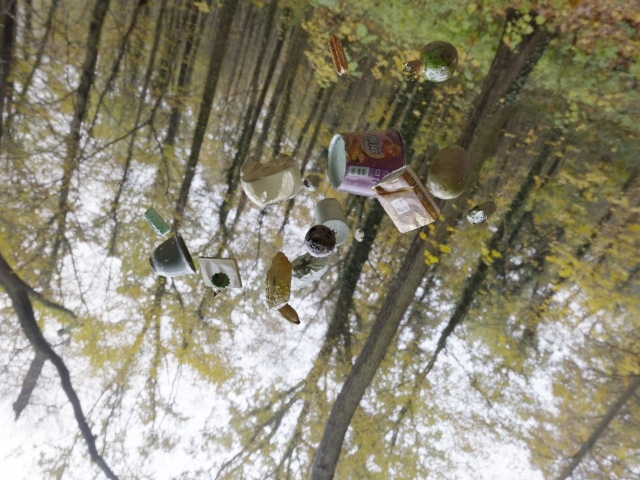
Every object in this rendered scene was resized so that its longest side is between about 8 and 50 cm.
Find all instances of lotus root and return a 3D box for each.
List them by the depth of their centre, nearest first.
[{"bbox_3d":[-0.148,0.316,1.901,0.150,0.073,0.062,44,180,-1],"label":"lotus root"}]

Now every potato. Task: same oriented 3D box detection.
[{"bbox_3d":[0.590,-0.304,2.000,0.173,0.210,0.307,2,-141,33],"label":"potato"}]

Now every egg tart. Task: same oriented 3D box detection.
[{"bbox_3d":[-0.154,0.163,1.711,0.098,0.252,0.232,9,161,3],"label":"egg tart"}]

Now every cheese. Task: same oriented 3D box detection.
[{"bbox_3d":[-0.218,-0.273,1.949,0.266,0.233,0.127,-17,-141,-2],"label":"cheese"}]

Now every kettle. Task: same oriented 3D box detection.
[{"bbox_3d":[0.068,-0.102,2.869,0.205,0.265,0.318,-9,-147,-3],"label":"kettle"}]

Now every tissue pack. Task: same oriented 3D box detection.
[{"bbox_3d":[0.324,-0.156,1.660,0.226,0.183,0.092,52,-130,-12],"label":"tissue pack"}]

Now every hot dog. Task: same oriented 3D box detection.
[{"bbox_3d":[0.064,-0.654,1.528,0.038,0.144,0.062,-17,-179,-26],"label":"hot dog"}]

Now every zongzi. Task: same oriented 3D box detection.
[{"bbox_3d":[0.624,-0.123,1.596,0.062,0.154,0.130,61,171,11],"label":"zongzi"}]

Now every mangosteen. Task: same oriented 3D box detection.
[{"bbox_3d":[0.000,0.000,1.960,0.152,0.153,0.152,19,-158,-8],"label":"mangosteen"}]

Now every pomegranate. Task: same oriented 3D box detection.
[{"bbox_3d":[0.615,-0.955,2.373,0.286,0.231,0.231,-37,-130,-15],"label":"pomegranate"}]

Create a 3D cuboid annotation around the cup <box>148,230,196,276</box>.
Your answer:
[{"bbox_3d":[-0.625,0.077,1.809,0.150,0.199,0.199,-23,-144,-10],"label":"cup"}]

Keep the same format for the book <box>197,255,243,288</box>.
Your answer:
[{"bbox_3d":[-0.493,0.158,2.145,0.230,0.161,0.026,2,-157,28],"label":"book"}]

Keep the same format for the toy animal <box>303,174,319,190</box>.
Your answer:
[{"bbox_3d":[-0.052,-0.342,2.539,0.098,0.098,0.137,20,-145,-5],"label":"toy animal"}]

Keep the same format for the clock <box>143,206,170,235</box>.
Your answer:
[{"bbox_3d":[-0.829,-0.093,2.197,0.148,0.060,0.188,53,161,-16],"label":"clock"}]

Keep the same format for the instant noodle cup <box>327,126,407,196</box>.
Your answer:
[{"bbox_3d":[0.187,-0.339,1.919,0.265,0.340,0.340,0,-152,-16],"label":"instant noodle cup"}]

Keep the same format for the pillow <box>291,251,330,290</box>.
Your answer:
[{"bbox_3d":[-0.065,0.148,2.363,0.283,0.310,0.138,-29,-107,-19],"label":"pillow"}]

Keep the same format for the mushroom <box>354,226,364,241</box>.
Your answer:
[{"bbox_3d":[0.194,-0.031,2.182,0.049,0.101,0.019,-19,-135,-2],"label":"mushroom"}]

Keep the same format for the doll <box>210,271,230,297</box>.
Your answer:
[{"bbox_3d":[-0.406,0.184,1.787,0.076,0.113,0.078,2,-126,-6],"label":"doll"}]
